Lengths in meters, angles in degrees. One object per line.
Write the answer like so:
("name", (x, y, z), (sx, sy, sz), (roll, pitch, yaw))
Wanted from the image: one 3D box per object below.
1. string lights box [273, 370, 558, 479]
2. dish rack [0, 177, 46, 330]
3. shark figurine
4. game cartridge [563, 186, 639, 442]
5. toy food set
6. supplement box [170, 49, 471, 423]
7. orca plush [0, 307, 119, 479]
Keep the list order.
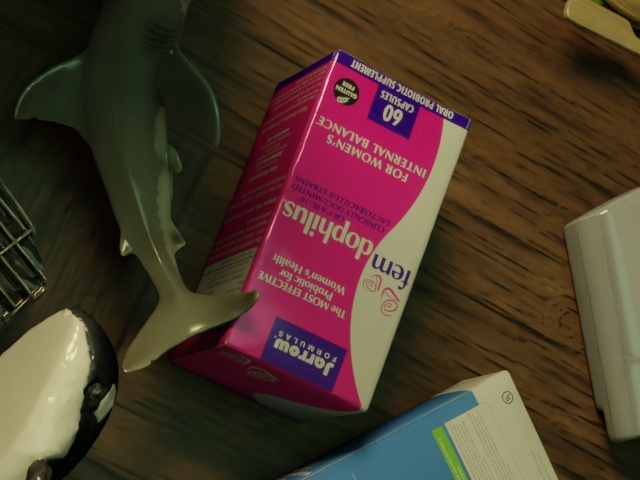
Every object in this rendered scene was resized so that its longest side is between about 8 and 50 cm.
("string lights box", (0.036, 0.202, 1.271), (0.260, 0.077, 0.133), (-25, 90, -25))
("dish rack", (-0.314, 0.030, 1.160), (0.271, 0.074, 0.208), (-41, 98, -26))
("shark figurine", (-0.134, -0.059, 1.205), (0.116, 0.166, 0.278), (-4, 91, -31))
("game cartridge", (0.331, 0.037, 1.443), (0.294, 0.060, 0.196), (-7, 79, -24))
("toy food set", (0.239, -0.226, 1.466), (0.132, 0.038, 0.192), (25, 66, -25))
("supplement box", (0.000, 0.000, 1.276), (0.111, 0.114, 0.220), (26, 73, -18))
("orca plush", (-0.197, 0.185, 1.157), (0.102, 0.151, 0.287), (39, 68, -36))
